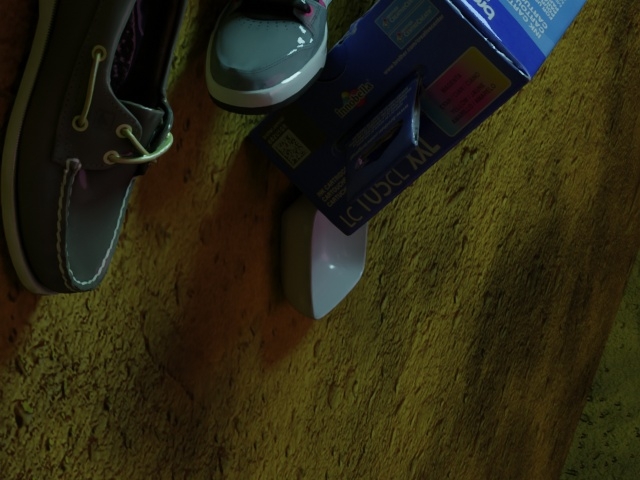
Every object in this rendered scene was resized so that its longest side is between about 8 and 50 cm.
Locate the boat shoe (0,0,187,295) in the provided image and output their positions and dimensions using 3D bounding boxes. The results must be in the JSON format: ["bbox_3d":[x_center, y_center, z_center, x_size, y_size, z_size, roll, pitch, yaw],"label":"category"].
[{"bbox_3d":[-0.154,-0.103,0.967,0.109,0.091,0.305,-5,106,-67],"label":"boat shoe"}]

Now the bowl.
[{"bbox_3d":[0.000,0.000,1.436,0.142,0.053,0.142,-43,139,-55],"label":"bowl"}]

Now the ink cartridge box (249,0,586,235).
[{"bbox_3d":[0.105,-0.182,1.300,0.270,0.151,0.395,-41,-176,40],"label":"ink cartridge box"}]

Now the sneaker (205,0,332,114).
[{"bbox_3d":[-0.026,-0.258,1.143,0.178,0.124,0.295,84,21,-48],"label":"sneaker"}]
